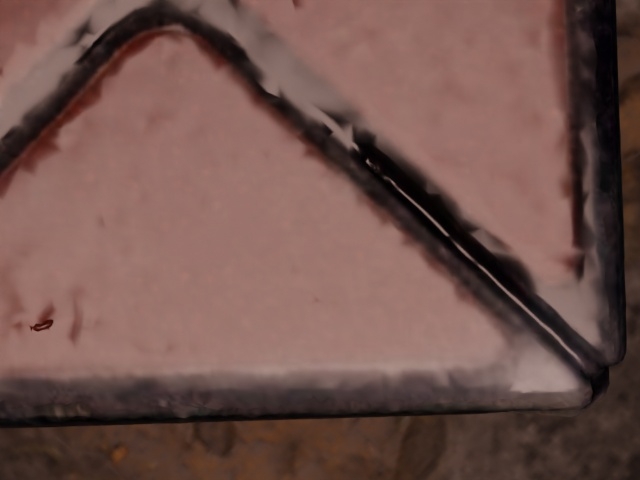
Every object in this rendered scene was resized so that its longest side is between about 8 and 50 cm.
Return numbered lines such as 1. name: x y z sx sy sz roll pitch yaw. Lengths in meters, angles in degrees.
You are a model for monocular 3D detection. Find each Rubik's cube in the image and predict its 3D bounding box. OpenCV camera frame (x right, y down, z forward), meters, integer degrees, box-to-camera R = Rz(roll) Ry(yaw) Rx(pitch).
1. Rubik's cube: -0.037 -0.074 0.542 0.255 0.260 0.259 0 91 0
